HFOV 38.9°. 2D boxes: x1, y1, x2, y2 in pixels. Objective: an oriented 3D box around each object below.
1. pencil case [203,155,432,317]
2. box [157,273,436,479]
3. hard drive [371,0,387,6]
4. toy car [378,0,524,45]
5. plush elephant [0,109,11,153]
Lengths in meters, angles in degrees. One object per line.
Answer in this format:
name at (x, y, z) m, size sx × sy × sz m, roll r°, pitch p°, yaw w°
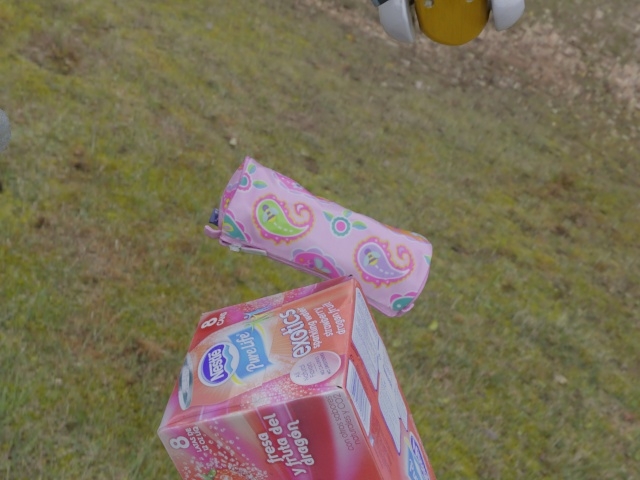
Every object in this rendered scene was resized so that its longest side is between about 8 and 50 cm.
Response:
pencil case at (0.000, 0.000, 1.161) m, size 0.284 × 0.124 × 0.124 m, roll 23°, pitch 45°, yaw -6°
box at (0.007, 0.199, 0.727) m, size 0.142 × 0.300 × 0.154 m, roll -15°, pitch 27°, yaw 14°
hard drive at (0.011, -0.177, 0.383) m, size 0.135 × 0.022 × 0.094 m, roll 56°, pitch 40°, yaw -18°
toy car at (0.139, -0.311, 0.994) m, size 0.159 × 0.182 × 0.136 m, roll -4°, pitch 51°, yaw 14°
plush elephant at (-0.354, -0.032, 0.569) m, size 0.330 × 0.255 × 0.272 m, roll 40°, pitch 87°, yaw 17°
